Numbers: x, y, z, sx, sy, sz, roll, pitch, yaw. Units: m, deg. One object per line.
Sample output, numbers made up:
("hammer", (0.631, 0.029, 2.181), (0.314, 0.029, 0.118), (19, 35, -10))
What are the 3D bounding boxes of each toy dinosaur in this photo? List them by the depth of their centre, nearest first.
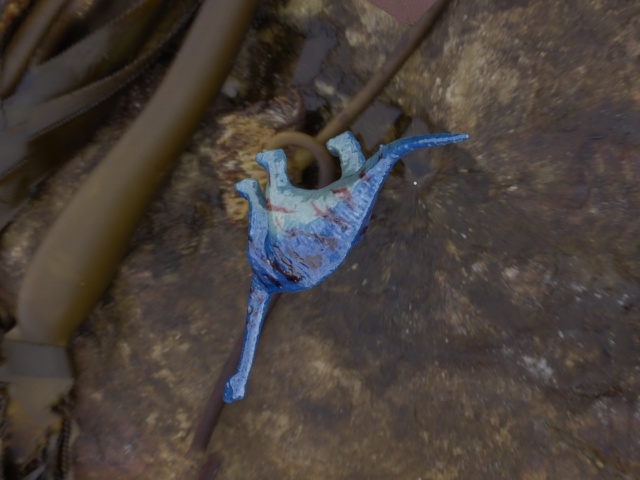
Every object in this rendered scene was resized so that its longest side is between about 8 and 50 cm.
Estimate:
("toy dinosaur", (-0.018, -0.015, 0.777), (0.329, 0.076, 0.144), (-49, 51, 29))

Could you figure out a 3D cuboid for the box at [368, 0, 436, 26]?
("box", (0.057, -0.267, 0.621), (0.215, 0.215, 0.086), (-44, 59, 23))
